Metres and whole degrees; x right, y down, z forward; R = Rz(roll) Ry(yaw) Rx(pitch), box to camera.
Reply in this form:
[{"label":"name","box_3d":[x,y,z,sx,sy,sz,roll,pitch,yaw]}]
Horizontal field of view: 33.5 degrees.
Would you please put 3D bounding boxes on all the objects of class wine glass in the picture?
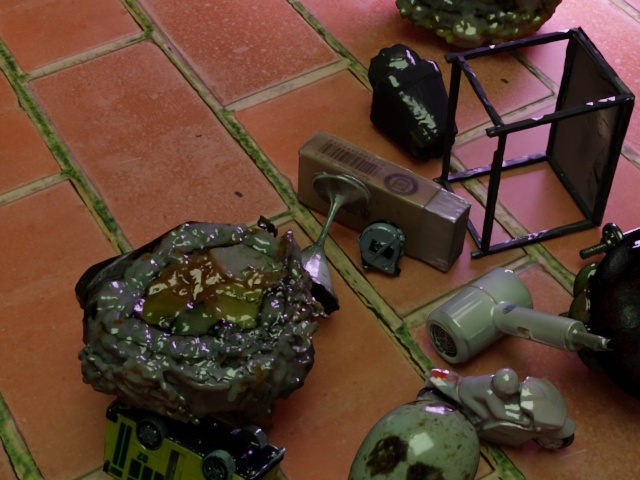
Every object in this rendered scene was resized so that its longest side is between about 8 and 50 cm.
[{"label":"wine glass","box_3d":[0.000,0.000,1.905,0.156,0.156,0.232,16,63,14]}]

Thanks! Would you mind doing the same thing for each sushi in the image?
[{"label":"sushi","box_3d":[0.359,-0.617,2.356,0.396,0.352,0.240,11,33,15]},{"label":"sushi","box_3d":[-0.185,0.128,1.666,0.417,0.176,0.418,-3,38,2]}]

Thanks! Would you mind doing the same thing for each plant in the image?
[{"label":"plant","box_3d":[0.181,-0.287,2.185,0.141,0.164,0.256,-18,62,-15]}]

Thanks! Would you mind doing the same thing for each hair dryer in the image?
[{"label":"hair dryer","box_3d":[0.338,0.143,1.737,0.173,0.108,0.357,-33,20,-24]}]

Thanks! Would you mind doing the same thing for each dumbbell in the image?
[{"label":"dumbbell","box_3d":[0.601,-0.013,1.984,0.254,0.110,0.110,-20,51,-8]}]

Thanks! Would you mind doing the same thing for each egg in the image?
[{"label":"egg","box_3d":[0.138,0.343,1.621,0.231,0.169,0.169,-37,57,-11]}]

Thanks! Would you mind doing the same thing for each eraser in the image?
[{"label":"eraser","box_3d":[0.114,-0.075,2.004,0.343,0.144,0.078,27,50,22]}]

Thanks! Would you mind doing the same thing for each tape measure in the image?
[{"label":"tape measure","box_3d":[0.112,0.011,1.962,0.091,0.094,0.054,10,24,10]}]

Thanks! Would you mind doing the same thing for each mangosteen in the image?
[{"label":"mangosteen","box_3d":[0.553,0.135,1.747,0.300,0.300,0.300,0,49,0]}]

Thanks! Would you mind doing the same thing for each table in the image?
[{"label":"table","box_3d":[0.379,-0.177,1.967,0.272,0.335,0.222,-14,50,-10]}]

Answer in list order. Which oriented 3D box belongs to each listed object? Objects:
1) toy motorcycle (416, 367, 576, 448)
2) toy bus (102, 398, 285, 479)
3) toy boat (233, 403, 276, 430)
[{"label":"toy motorcycle","box_3d":[0.285,0.259,1.693,0.260,0.171,0.110,15,49,10]},{"label":"toy bus","box_3d":[-0.204,0.337,1.634,0.262,0.150,0.128,23,22,20]},{"label":"toy boat","box_3d":[-0.216,0.227,1.778,0.317,0.099,0.141,16,23,13]}]
